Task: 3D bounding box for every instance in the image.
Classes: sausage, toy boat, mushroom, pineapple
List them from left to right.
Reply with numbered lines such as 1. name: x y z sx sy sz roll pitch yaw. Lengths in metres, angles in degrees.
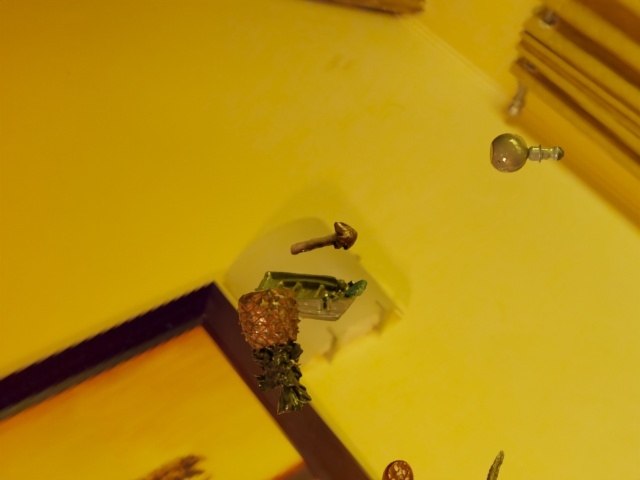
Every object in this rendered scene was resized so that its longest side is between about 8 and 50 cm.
1. pineapple: -0.086 0.218 1.813 0.128 0.248 0.128 -12 -4 -1
2. toy boat: -0.019 0.134 2.212 0.111 0.276 0.084 -56 -39 -49
3. mushroom: 0.000 0.000 2.006 0.187 0.061 0.060 -12 -13 37
4. sausage: 0.170 0.546 2.050 0.076 0.076 0.197 -34 -23 -19

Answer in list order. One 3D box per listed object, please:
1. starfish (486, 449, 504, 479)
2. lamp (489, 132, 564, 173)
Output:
1. starfish: 0.394 0.687 2.126 0.078 0.347 0.358 -11 6 36
2. lamp: 0.464 -0.197 2.063 0.163 0.091 0.091 -1 -33 4
